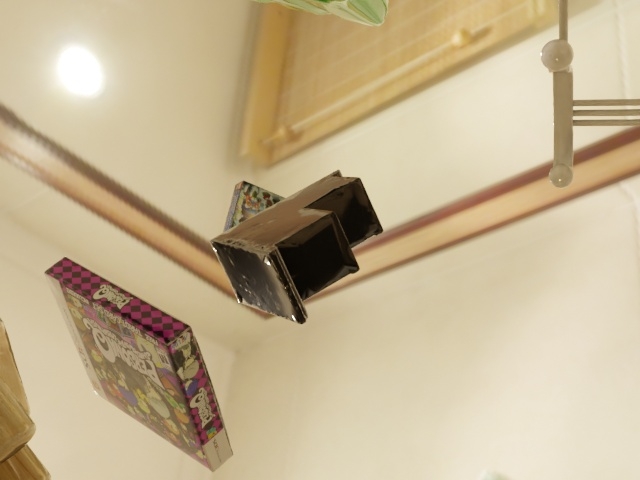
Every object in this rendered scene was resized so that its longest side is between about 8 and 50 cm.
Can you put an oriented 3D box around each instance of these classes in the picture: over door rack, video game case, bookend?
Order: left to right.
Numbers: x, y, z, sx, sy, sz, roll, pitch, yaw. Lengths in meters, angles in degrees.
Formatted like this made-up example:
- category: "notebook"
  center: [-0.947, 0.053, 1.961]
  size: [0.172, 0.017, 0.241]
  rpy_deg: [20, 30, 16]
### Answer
- category: "video game case"
  center: [-0.212, 0.143, 1.236]
  size: [0.042, 0.232, 0.210]
  rpy_deg: [-40, -44, -31]
- category: "bookend"
  center: [0.000, 0.000, 0.992]
  size: [0.157, 0.156, 0.072]
  rpy_deg: [-30, -74, -21]
- category: "over door rack"
  center: [0.267, -0.183, 0.697]
  size: [0.108, 0.239, 0.324]
  rpy_deg: [-69, -25, -60]

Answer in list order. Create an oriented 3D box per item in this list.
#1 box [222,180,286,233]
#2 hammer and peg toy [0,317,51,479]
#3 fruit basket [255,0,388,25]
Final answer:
- category: "box"
  center: [-0.054, -0.007, 1.324]
  size: [0.137, 0.027, 0.094]
  rpy_deg: [22, -110, -24]
- category: "hammer and peg toy"
  center: [-0.276, 0.126, 0.539]
  size: [0.266, 0.361, 0.127]
  rpy_deg: [-37, -100, -21]
- category: "fruit basket"
  center: [-0.101, -0.378, 1.095]
  size: [0.392, 0.392, 0.283]
  rpy_deg: [26, -97, -43]
